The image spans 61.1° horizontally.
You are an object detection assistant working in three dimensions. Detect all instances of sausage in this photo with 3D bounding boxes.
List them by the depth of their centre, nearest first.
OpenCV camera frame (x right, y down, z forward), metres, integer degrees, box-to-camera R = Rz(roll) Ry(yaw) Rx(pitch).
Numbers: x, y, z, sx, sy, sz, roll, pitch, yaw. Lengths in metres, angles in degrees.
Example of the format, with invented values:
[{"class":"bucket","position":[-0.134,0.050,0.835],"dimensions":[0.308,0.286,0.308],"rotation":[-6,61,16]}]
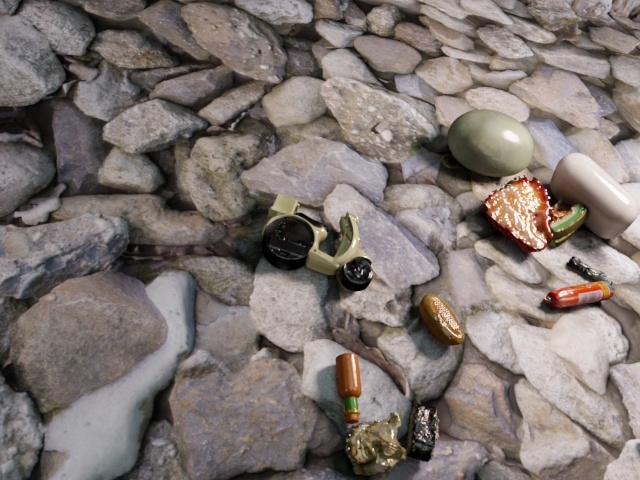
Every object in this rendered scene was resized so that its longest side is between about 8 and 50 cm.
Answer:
[{"class":"sausage","position":[0.898,0.194,1.906],"dimensions":[0.273,0.074,0.074],"rotation":[-7,56,-20]}]

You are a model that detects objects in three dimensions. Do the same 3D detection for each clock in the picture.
[{"class":"clock","position":[0.000,0.000,1.759],"dimensions":[0.378,0.120,0.277],"rotation":[17,56,-3]}]

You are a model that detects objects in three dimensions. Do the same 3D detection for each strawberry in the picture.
[{"class":"strawberry","position":[0.759,-0.097,2.042],"dimensions":[0.280,0.150,0.253],"rotation":[42,74,13]}]

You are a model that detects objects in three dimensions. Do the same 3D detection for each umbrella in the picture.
[{"class":"umbrella","position":[1.011,0.118,2.009],"dimensions":[0.188,0.046,0.050],"rotation":[32,88,9]}]

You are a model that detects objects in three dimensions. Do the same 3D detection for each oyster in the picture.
[{"class":"oyster","position":[0.152,0.527,1.430],"dimensions":[0.163,0.081,0.191],"rotation":[25,47,8]}]

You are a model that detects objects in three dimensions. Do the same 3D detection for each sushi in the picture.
[{"class":"sushi","position":[0.277,0.518,1.464],"dimensions":[0.078,0.091,0.150],"rotation":[13,45,4]}]

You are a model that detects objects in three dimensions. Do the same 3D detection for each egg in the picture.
[{"class":"egg","position":[0.677,-0.387,2.161],"dimensions":[0.351,0.259,0.259],"rotation":[20,51,-1]}]

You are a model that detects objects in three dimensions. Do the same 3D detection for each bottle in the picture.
[{"class":"bottle","position":[0.080,0.410,1.500],"dimensions":[0.069,0.069,0.187],"rotation":[5,54,-13]}]

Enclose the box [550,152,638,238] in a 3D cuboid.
[{"class":"box","position":[1.053,-0.171,2.102],"dimensions":[0.141,0.289,0.349],"rotation":[-39,68,1]}]

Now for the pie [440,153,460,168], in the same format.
[{"class":"pie","position":[0.533,-0.322,2.218],"dimensions":[0.084,0.021,0.084],"rotation":[8,52,-10]}]

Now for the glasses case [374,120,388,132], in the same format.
[{"class":"glasses case","position":[0.254,-0.471,2.247],"dimensions":[0.032,0.021,0.083],"rotation":[34,52,13]}]

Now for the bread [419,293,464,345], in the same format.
[{"class":"bread","position":[0.375,0.254,1.702],"dimensions":[0.114,0.077,0.189],"rotation":[2,50,-41]}]

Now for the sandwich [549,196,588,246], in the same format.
[{"class":"sandwich","position":[0.918,-0.081,2.084],"dimensions":[0.184,0.109,0.160],"rotation":[-36,49,-11]}]
